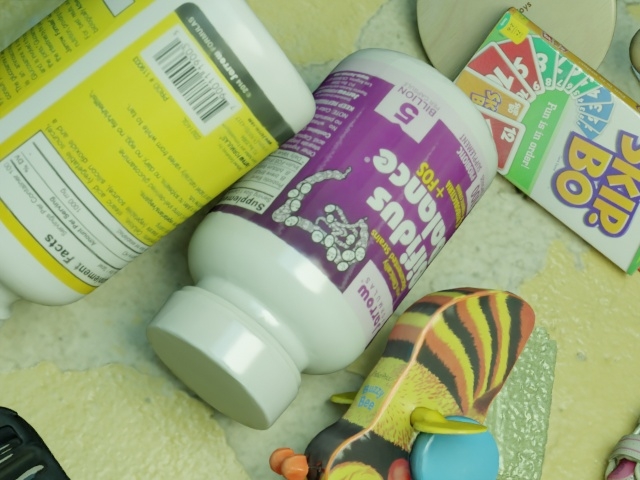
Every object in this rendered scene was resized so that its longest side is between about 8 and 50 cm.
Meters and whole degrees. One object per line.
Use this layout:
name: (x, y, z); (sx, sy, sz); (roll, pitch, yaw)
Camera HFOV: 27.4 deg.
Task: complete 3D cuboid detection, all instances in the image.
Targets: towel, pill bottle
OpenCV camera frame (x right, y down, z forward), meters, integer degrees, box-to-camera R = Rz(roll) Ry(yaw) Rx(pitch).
towel: (0.147, 0.137, 1.130); (0.110, 0.027, 0.148); (11, 69, -9)
pill bottle: (-0.184, -0.071, 1.010); (0.334, 0.188, 0.188); (-37, 82, 2)
pill bottle: (0.000, 0.000, 1.069); (0.169, 0.169, 0.301); (38, 69, 2)

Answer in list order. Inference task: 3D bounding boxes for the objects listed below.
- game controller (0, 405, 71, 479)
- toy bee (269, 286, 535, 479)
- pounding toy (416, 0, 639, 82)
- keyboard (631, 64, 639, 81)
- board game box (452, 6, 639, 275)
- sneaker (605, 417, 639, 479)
game controller: (-0.323, 0.267, 0.979); (0.319, 0.067, 0.166); (-35, 96, -20)
toy bee: (0.054, 0.160, 1.007); (0.162, 0.195, 0.298); (23, 61, -22)
pounding toy: (0.215, -0.223, 1.215); (0.236, 0.110, 0.183); (-5, 106, 22)
keyboard: (0.430, -0.180, 1.303); (0.256, 0.014, 0.072); (-19, 76, -17)
board game box: (0.235, -0.081, 1.178); (0.259, 0.124, 0.039); (37, 27, 0)
sneaker: (0.301, 0.183, 1.106); (0.111, 0.103, 0.252); (12, 69, -9)
